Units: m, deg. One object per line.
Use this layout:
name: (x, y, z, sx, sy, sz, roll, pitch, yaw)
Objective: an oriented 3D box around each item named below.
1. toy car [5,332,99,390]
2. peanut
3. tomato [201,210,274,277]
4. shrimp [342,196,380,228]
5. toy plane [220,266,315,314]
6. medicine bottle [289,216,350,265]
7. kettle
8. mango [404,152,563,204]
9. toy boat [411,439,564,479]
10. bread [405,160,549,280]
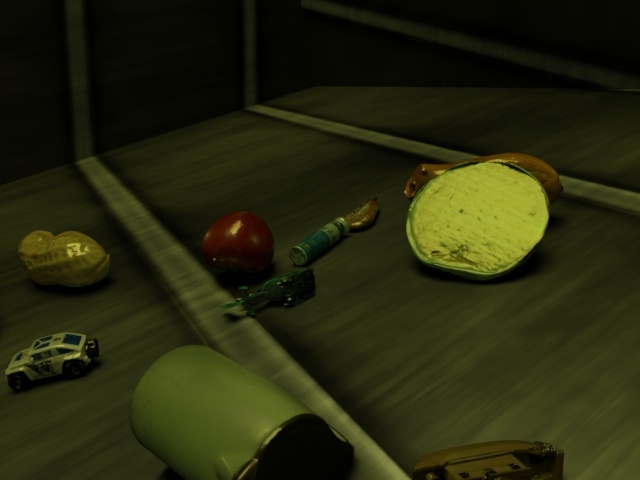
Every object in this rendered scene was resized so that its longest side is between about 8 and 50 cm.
toy car: (-0.506, 0.221, 1.185, 0.171, 0.070, 0.080, -13, 22, -5)
peanut: (-0.662, 0.045, 1.593, 0.306, 0.147, 0.147, 0, 24, 30)
tomato: (-0.183, 0.004, 1.444, 0.167, 0.167, 0.167, -9, 22, 4)
shrimp: (0.113, -0.076, 1.658, 0.091, 0.043, 0.184, -1, 25, 30)
toy plane: (-0.095, 0.102, 1.307, 0.235, 0.060, 0.096, -20, 16, -29)
medicine bottle: (0.000, 0.000, 1.515, 0.051, 0.051, 0.191, 8, 29, 37)
kettle: (-0.094, 0.252, 0.839, 0.255, 0.165, 0.240, 13, 3, 43)
mango: (0.378, -0.120, 1.470, 0.359, 0.187, 0.144, -2, 57, 20)
toy boat: (0.199, 0.275, 0.731, 0.200, 0.057, 0.077, -2, 9, -19)
bread: (0.326, -0.048, 1.316, 0.301, 0.045, 0.301, -11, 56, 17)
